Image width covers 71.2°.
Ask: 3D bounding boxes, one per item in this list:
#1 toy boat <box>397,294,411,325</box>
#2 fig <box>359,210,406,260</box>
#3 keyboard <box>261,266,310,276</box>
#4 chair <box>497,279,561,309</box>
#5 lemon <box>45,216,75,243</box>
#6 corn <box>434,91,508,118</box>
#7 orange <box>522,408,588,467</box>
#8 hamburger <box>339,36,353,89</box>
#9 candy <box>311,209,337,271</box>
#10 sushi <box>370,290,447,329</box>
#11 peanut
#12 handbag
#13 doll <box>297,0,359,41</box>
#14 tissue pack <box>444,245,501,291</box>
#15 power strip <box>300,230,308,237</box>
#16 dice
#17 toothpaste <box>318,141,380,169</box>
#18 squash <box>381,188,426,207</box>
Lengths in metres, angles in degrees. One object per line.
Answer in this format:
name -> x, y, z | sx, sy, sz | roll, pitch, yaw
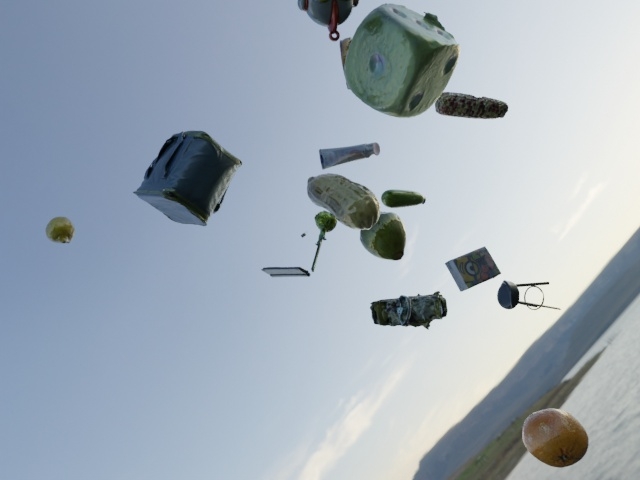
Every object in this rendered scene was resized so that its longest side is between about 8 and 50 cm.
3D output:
toy boat -> 0.222, 0.188, 1.200 | 0.038, 0.038, 0.083 | 20, -112, -57
fig -> 0.328, -0.015, 2.232 | 0.239, 0.271, 0.239 | -27, -28, -16
keyboard -> -0.138, 0.121, 1.755 | 0.072, 0.231, 0.023 | 35, -117, -38
chair -> 0.673, 0.190, 1.479 | 0.221, 0.104, 0.095 | 10, -39, -25
lemon -> -0.639, -0.024, 1.101 | 0.065, 0.092, 0.065 | -19, -40, -17
corn -> 0.610, -0.545, 1.814 | 0.098, 0.289, 0.098 | 5, -90, -88
orange -> 0.755, 0.637, 1.437 | 0.193, 0.161, 0.193 | -1, -56, -1
hamburger -> 0.138, -0.630, 1.606 | 0.182, 0.117, 0.191 | -4, -88, -74
candy -> 0.001, -0.001, 1.544 | 0.073, 0.077, 0.262 | 63, -148, -43
sushi -> 0.333, 0.274, 1.687 | 0.290, 0.139, 0.131 | -11, -12, 19
peanut -> 0.063, -0.130, 1.402 | 0.147, 0.305, 0.147 | -30, -42, -32
handbag -> -0.406, -0.191, 1.391 | 0.222, 0.263, 0.241 | 41, -112, -42
doll -> 0.011, -0.702, 1.179 | 0.199, 0.105, 0.337 | -11, -80, -17
tissue pack -> 0.497, 0.092, 1.458 | 0.148, 0.109, 0.060 | -19, -17, -21
power strip -> -0.080, -0.030, 2.254 | 0.027, 0.017, 0.083 | -36, 2, 10
dice -> 0.243, -0.536, 1.343 | 0.249, 0.252, 0.254 | -28, -26, -40
toothpaste -> 0.123, -0.396, 2.061 | 0.066, 0.323, 0.100 | -25, -73, -48
squash -> 0.296, -0.146, 1.580 | 0.201, 0.066, 0.066 | -1, -53, -34
